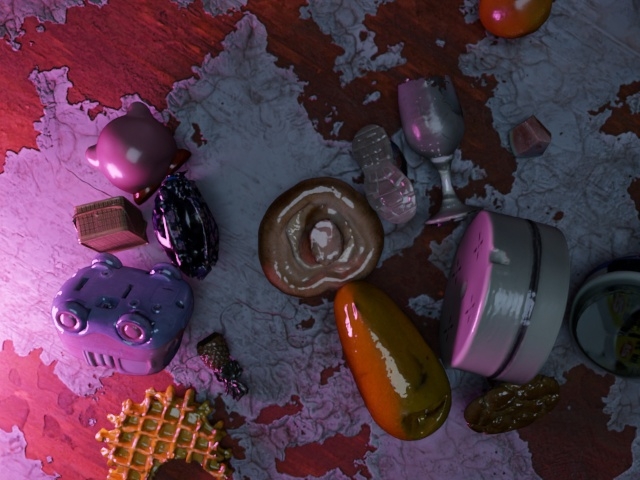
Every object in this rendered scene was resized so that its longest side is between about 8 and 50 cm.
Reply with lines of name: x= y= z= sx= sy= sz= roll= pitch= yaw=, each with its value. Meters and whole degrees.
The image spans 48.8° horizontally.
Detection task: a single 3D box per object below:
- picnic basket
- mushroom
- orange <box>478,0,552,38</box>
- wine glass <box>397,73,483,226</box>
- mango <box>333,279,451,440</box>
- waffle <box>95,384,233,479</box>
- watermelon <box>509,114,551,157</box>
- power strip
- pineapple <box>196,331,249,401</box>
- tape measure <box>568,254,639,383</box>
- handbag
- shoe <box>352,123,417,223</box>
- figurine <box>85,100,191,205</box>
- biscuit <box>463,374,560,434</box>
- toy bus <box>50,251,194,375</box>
picnic basket: x=-0.446 y=-0.029 z=1.509 sx=0.115 sy=0.164 sz=0.079 roll=-14 pitch=78 yaw=2
mushroom: x=0.000 y=0.000 z=1.521 sx=0.278 sy=0.146 sz=0.278 roll=-1 pitch=104 yaw=-4
orange: x=0.412 y=-0.496 z=1.478 sx=0.136 sy=0.159 sz=0.159 roll=36 pitch=95 yaw=-36
wine glass: x=0.250 y=-0.191 z=1.506 sx=0.143 sy=0.143 sz=0.321 roll=-14 pitch=95 yaw=2
mango: x=0.138 y=0.248 z=1.482 sx=0.182 sy=0.253 sz=0.365 roll=-32 pitch=97 yaw=-1
waffle: x=-0.359 y=0.462 z=1.600 sx=0.293 sy=0.069 sz=0.259 roll=-22 pitch=95 yaw=1
watermelon: x=0.454 y=-0.222 z=1.537 sx=0.084 sy=0.072 sz=0.092 roll=43 pitch=99 yaw=14
power strip: x=0.363 y=0.119 z=1.442 sx=0.161 sy=0.357 sz=0.357 roll=13 pitch=95 yaw=-1
pineapple: x=-0.217 y=0.288 z=1.587 sx=0.074 sy=0.074 sz=0.159 roll=-28 pitch=102 yaw=3
tape measure: x=0.664 y=0.163 z=1.479 sx=0.262 sy=0.138 sz=0.259 roll=13 pitch=117 yaw=21
handbag: x=-0.285 y=-0.026 z=1.488 sx=0.127 sy=0.208 sz=0.228 roll=-17 pitch=92 yaw=-3
shoe: x=0.145 y=-0.135 z=1.521 sx=0.099 sy=0.125 sz=0.227 roll=-23 pitch=76 yaw=15
figurine: x=-0.390 y=-0.185 z=1.496 sx=0.173 sy=0.173 sz=0.173 roll=0 pitch=95 yaw=0
biscuit: x=0.419 y=0.360 z=1.532 sx=0.226 sy=0.226 sz=0.042 roll=-19 pitch=51 yaw=2
toy bus: x=-0.418 y=0.180 z=1.512 sx=0.294 sy=0.197 sz=0.231 roll=9 pitch=126 yaw=6
